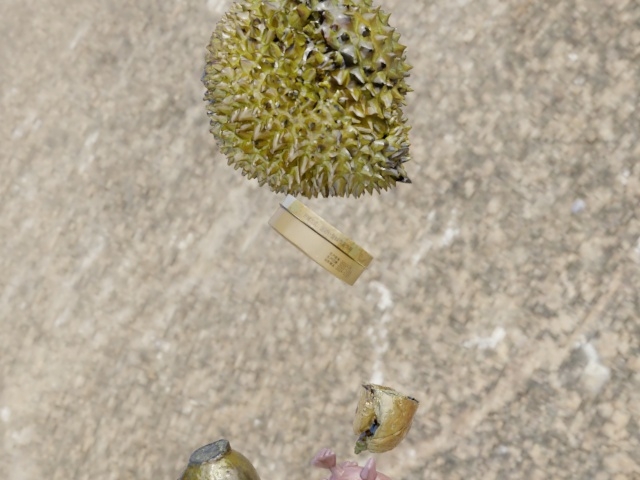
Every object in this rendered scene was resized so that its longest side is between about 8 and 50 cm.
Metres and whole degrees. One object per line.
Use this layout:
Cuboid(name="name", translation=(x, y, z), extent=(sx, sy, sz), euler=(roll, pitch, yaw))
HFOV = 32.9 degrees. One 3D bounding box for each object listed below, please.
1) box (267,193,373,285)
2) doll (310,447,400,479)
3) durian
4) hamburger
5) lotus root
Cuboid(name="box", translation=(0.000, 0.000, 1.030), extent=(0.037, 0.105, 0.105), euler=(-53, 36, 1))
Cuboid(name="doll", translation=(0.081, 0.472, 1.979), extent=(0.211, 0.262, 0.093), euler=(-32, 19, 43))
Cuboid(name="durian", translation=(-0.010, -0.179, 1.306), extent=(0.258, 0.258, 0.293), euler=(-22, 83, 42))
Cuboid(name="hamburger", translation=(0.089, 0.252, 1.502), extent=(0.176, 0.087, 0.102), euler=(92, -172, -84))
Cuboid(name="lotus root", translation=(-0.122, 0.386, 1.456), extent=(0.124, 0.241, 0.123), euler=(-13, 24, 5))
